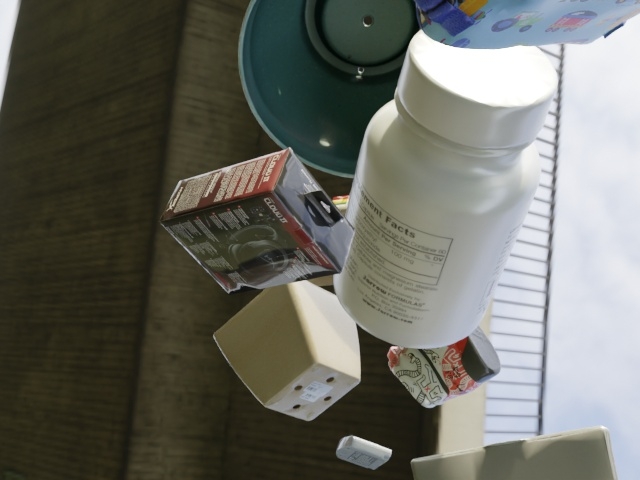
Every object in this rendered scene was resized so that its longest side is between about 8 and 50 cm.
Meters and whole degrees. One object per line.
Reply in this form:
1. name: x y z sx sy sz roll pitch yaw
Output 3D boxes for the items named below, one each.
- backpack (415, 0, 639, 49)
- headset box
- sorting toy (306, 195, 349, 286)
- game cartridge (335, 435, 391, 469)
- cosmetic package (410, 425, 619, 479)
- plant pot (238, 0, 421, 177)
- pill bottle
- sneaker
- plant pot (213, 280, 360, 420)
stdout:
1. backpack: 0.119 -0.160 0.351 0.173 0.158 0.116 -25 -101 48
2. headset box: -0.028 -0.008 0.464 0.083 0.062 0.032 -14 -138 35
3. sorting toy: 0.000 0.000 1.293 0.275 0.132 0.046 -7 -142 17
4. game cartridge: 0.047 0.247 1.075 0.083 0.056 0.017 116 -9 -66
5. cosmetic package: 0.141 0.242 0.570 0.127 0.107 0.238 -11 -109 11
6. plant pot: 0.056 -0.248 1.124 0.293 0.293 0.196 -56 -166 27
7. pill bottle: 0.090 -0.038 0.687 0.229 0.131 0.131 102 -32 -44
8. sneaker: 0.144 0.113 1.373 0.145 0.090 0.270 -37 -113 27
9. plant pot: -0.023 0.115 0.916 0.109 0.109 0.096 -40 -132 19
